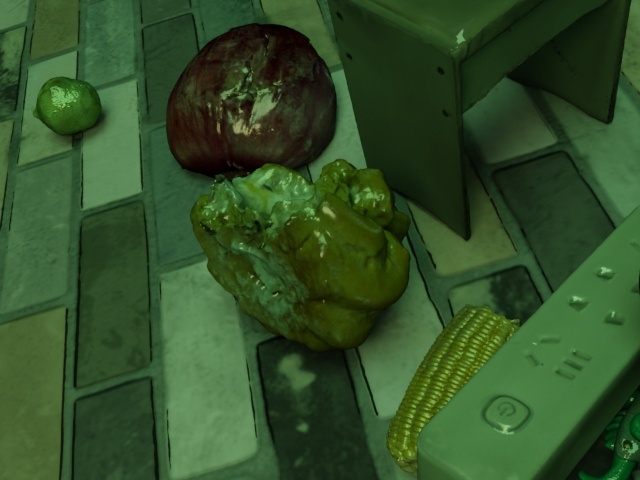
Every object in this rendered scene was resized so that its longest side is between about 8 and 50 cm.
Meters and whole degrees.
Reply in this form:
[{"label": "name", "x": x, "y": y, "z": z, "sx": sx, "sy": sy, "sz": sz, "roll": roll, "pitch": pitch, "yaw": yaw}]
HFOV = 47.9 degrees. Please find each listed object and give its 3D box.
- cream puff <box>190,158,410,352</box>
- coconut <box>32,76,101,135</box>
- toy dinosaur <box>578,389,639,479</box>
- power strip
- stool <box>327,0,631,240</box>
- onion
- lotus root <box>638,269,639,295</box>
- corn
[{"label": "cream puff", "x": 0.001, "y": 0.005, "z": 0.713, "sx": 0.221, "sy": 0.194, "sz": 0.194, "roll": 15, "pitch": 57, "yaw": 40}, {"label": "coconut", "x": -0.362, "y": -0.191, "z": 1.025, "sx": 0.096, "sy": 0.087, "sz": 0.087, "roll": -14, "pitch": 49, "yaw": -5}, {"label": "toy dinosaur", "x": 0.254, "y": 0.153, "z": 0.587, "sx": 0.096, "sy": 0.059, "sz": 0.132, "roll": 19, "pitch": 51, "yaw": 38}, {"label": "power strip", "x": 0.212, "y": 0.092, "z": 0.589, "sx": 0.091, "sy": 0.062, "sz": 0.385, "roll": 28, "pitch": 51, "yaw": 37}, {"label": "stool", "x": 0.170, "y": -0.188, "z": 0.744, "sx": 0.244, "sy": 0.269, "sz": 0.170, "roll": -38, "pitch": 53, "yaw": -15}, {"label": "onion", "x": -0.093, "y": -0.214, "z": 0.942, "sx": 0.227, "sy": 0.120, "sz": 0.283, "roll": -2, "pitch": 51, "yaw": 9}, {"label": "lotus root", "x": 0.330, "y": 0.057, "z": 0.509, "sx": 0.169, "sy": 0.314, "sz": 0.141, "roll": -38, "pitch": 16, "yaw": 43}, {"label": "corn", "x": 0.122, "y": 0.133, "z": 0.630, "sx": 0.085, "sy": 0.063, "sz": 0.165, "roll": 11, "pitch": 54, "yaw": 38}]
